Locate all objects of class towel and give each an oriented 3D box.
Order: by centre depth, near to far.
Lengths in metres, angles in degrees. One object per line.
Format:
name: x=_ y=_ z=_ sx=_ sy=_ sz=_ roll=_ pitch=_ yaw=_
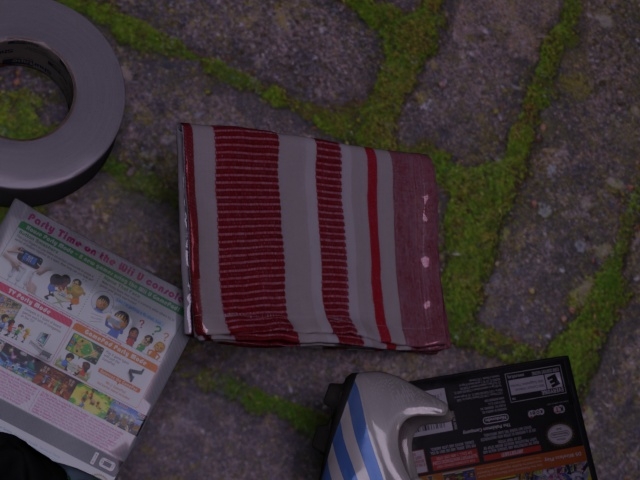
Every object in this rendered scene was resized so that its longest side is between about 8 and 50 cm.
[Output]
towel: x=0.000 y=0.000 z=1.342 sx=0.329 sy=0.037 sz=0.237 roll=6 pitch=72 yaw=-34

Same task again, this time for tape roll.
tape roll: x=-0.320 y=-0.148 z=1.323 sx=0.219 sy=0.072 sz=0.219 roll=4 pitch=74 yaw=-14

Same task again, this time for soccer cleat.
soccer cleat: x=0.043 y=0.297 z=1.251 sx=0.143 sy=0.116 sz=0.331 roll=13 pitch=81 yaw=13

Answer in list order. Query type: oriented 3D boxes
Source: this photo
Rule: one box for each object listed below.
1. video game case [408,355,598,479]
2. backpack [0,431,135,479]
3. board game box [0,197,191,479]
video game case: x=0.175 y=0.269 z=1.372 sx=0.275 sy=0.035 sz=0.248 roll=-7 pitch=77 yaw=-19
backpack: x=-0.176 y=0.366 z=1.088 sx=0.355 sy=0.273 sz=0.290 roll=38 pitch=73 yaw=-47
board game box: x=-0.284 y=0.146 z=1.241 sx=0.224 sy=0.097 sz=0.303 roll=30 pitch=71 yaw=-8
